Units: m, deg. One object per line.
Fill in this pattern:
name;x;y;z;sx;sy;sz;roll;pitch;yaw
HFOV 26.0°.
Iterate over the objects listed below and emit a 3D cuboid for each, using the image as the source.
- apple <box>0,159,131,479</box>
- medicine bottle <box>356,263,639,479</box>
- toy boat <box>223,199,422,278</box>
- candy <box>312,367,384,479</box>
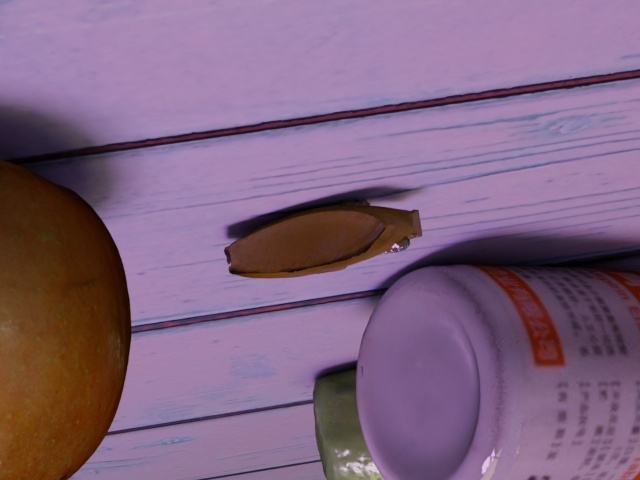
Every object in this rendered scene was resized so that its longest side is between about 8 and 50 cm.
apple;-0.216;0.049;0.824;0.237;0.208;0.237;6;-174;-1
medicine bottle;0.235;0.129;1.245;0.371;0.211;0.211;2;158;-33
toy boat;0.000;0.000;1.007;0.149;0.047;0.049;-12;175;15
candy;0.163;0.180;1.472;0.343;0.142;0.132;-10;174;2
